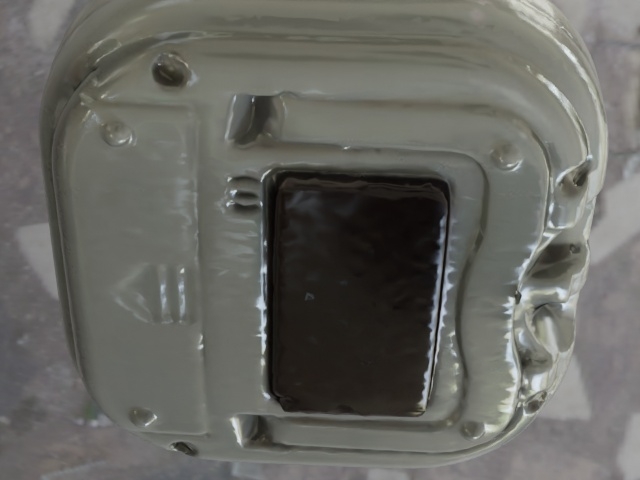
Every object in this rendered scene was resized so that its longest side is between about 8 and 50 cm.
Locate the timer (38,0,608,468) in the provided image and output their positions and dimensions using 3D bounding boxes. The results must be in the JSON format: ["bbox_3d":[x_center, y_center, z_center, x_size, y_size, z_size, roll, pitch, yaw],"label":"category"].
[{"bbox_3d":[0.000,0.000,0.651,0.237,0.087,0.262,3,131,2],"label":"timer"}]
